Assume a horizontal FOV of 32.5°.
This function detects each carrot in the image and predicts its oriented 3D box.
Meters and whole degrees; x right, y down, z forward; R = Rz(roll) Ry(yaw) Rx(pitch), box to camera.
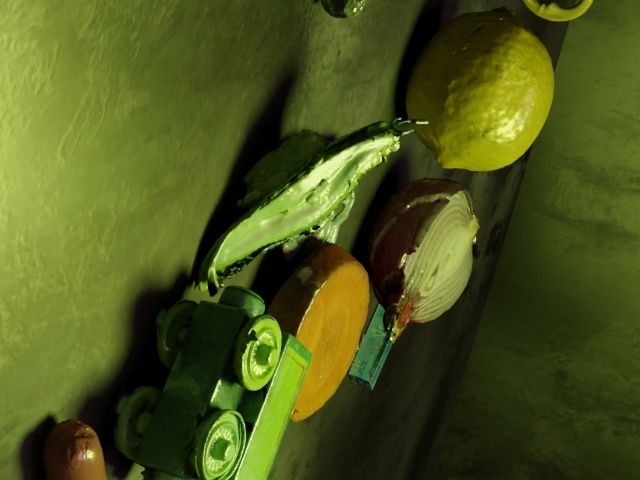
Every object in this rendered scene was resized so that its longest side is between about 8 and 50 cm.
[{"bbox_3d":[-0.011,0.135,1.652,0.258,0.100,0.307,-54,162,-28],"label":"carrot"}]

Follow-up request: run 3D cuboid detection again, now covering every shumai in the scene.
[{"bbox_3d":[0.018,-0.329,1.381,0.080,0.082,0.083,31,43,-38],"label":"shumai"}]

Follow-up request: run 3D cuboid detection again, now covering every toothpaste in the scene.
[{"bbox_3d":[0.134,0.171,2.270,0.066,0.053,0.272,76,37,-68],"label":"toothpaste"}]

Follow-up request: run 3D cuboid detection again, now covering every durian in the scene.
[{"bbox_3d":[-0.022,-0.068,1.403,0.375,0.107,0.132,-40,130,-14],"label":"durian"}]

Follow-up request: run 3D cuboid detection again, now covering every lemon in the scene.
[{"bbox_3d":[0.280,-0.262,1.902,0.253,0.254,0.310,56,54,-69],"label":"lemon"}]

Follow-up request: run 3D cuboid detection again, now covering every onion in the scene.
[{"bbox_3d":[0.149,0.038,2.003,0.349,0.159,0.267,-44,138,-42],"label":"onion"}]

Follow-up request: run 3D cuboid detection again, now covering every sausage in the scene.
[{"bbox_3d":[-0.256,0.251,1.155,0.062,0.062,0.154,-53,156,-44],"label":"sausage"}]

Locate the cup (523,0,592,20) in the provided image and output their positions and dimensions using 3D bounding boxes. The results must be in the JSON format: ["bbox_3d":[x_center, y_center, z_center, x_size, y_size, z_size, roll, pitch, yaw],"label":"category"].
[{"bbox_3d":[0.420,-0.539,2.014,0.178,0.256,0.254,-21,128,-67],"label":"cup"}]

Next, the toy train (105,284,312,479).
[{"bbox_3d":[-0.123,0.192,1.299,0.188,0.159,0.271,51,55,-54],"label":"toy train"}]

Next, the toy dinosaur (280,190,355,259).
[{"bbox_3d":[0.000,0.000,1.675,0.167,0.053,0.242,-62,161,-22],"label":"toy dinosaur"}]
